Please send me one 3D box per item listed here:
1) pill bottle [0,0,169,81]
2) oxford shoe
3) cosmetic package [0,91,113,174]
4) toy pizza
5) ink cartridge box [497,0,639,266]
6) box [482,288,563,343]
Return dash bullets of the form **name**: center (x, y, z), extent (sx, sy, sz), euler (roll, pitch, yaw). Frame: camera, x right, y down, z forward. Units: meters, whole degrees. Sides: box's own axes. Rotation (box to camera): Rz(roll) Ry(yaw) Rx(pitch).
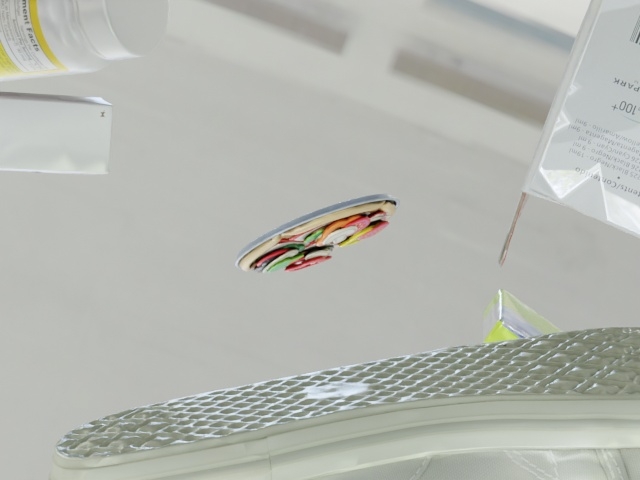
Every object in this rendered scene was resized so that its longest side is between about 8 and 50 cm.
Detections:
- **pill bottle**: center (-0.246, -0.203, 1.685), extent (0.208, 0.119, 0.119), euler (-2, -159, 30)
- **oxford shoe**: center (0.079, 0.132, 1.042), extent (0.449, 0.130, 0.169), euler (-10, -172, -7)
- **cosmetic package**: center (-0.288, -0.089, 1.498), extent (0.239, 0.060, 0.099), euler (3, -175, -12)
- **toy pizza**: center (0.000, 0.000, 2.152), extent (0.201, 0.201, 0.032), euler (-12, -104, -41)
- **ink cartridge box**: center (0.264, -0.122, 1.544), extent (0.130, 0.272, 0.309), euler (22, -156, 6)
- **box**: center (0.241, 0.119, 2.187), extent (0.109, 0.042, 0.178), euler (36, -167, -2)
